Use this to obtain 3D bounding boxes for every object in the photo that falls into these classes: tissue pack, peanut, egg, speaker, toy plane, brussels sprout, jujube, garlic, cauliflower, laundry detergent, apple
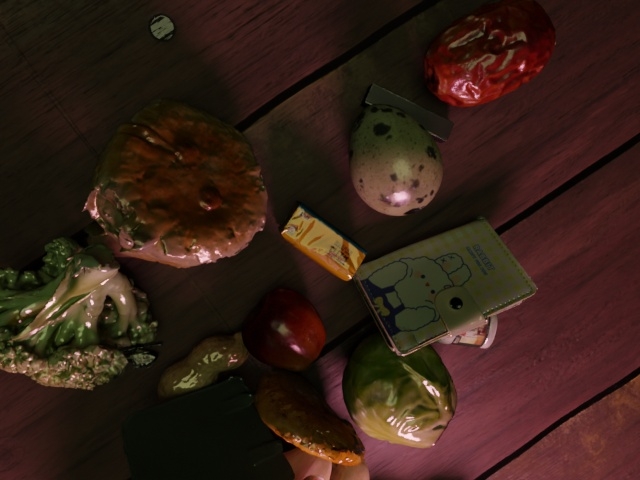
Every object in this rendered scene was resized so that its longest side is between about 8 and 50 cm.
[{"bbox_3d":[0.000,0.000,0.942,0.169,0.120,0.082,36,91,-11],"label":"tissue pack"},{"bbox_3d":[-0.244,0.268,0.972,0.228,0.085,0.104,-42,120,-1],"label":"peanut"},{"bbox_3d":[0.139,-0.158,0.909,0.177,0.177,0.228,-24,85,-3],"label":"egg"},{"bbox_3d":[0.181,-0.263,0.965,0.191,0.040,0.046,23,93,-9],"label":"speaker"},{"bbox_3d":[-0.391,0.245,0.978,0.121,0.031,0.049,-8,94,-8],"label":"toy plane"},{"bbox_3d":[0.164,0.304,0.970,0.244,0.244,0.243,-1,98,-7],"label":"brussels sprout"},{"bbox_3d":[0.327,-0.363,0.904,0.251,0.174,0.174,-23,100,-6],"label":"jujube"},{"bbox_3d":[-0.057,0.546,0.972,0.313,0.249,0.286,-28,100,7],"label":"garlic"},{"bbox_3d":[-0.446,0.111,0.855,0.327,0.260,0.280,24,99,-44],"label":"cauliflower"},{"bbox_3d":[0.270,0.178,1.027,0.226,0.070,0.099,9,106,-7],"label":"laundry detergent"},{"bbox_3d":[-0.069,0.187,0.953,0.158,0.147,0.156,38,71,-11],"label":"apple"}]

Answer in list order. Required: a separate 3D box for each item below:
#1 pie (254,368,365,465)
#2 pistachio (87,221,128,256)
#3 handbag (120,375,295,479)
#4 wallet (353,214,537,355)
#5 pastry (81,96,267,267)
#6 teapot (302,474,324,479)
[{"bbox_3d":[-0.017,0.349,0.917,0.273,0.273,0.069,36,91,-10],"label":"pie"},{"bbox_3d":[-0.361,-0.016,0.910,0.186,0.126,0.108,-6,57,-3],"label":"pistachio"},{"bbox_3d":[-0.206,0.389,0.849,0.260,0.247,0.079,-13,130,-31],"label":"handbag"},{"bbox_3d":[0.245,0.088,0.954,0.310,0.077,0.223,-21,63,-7],"label":"wallet"},{"bbox_3d":[-0.244,-0.092,0.844,0.330,0.136,0.329,13,67,-33],"label":"pastry"},{"bbox_3d":[-0.075,0.526,0.800,0.246,0.116,0.159,-36,128,-2],"label":"teapot"}]
